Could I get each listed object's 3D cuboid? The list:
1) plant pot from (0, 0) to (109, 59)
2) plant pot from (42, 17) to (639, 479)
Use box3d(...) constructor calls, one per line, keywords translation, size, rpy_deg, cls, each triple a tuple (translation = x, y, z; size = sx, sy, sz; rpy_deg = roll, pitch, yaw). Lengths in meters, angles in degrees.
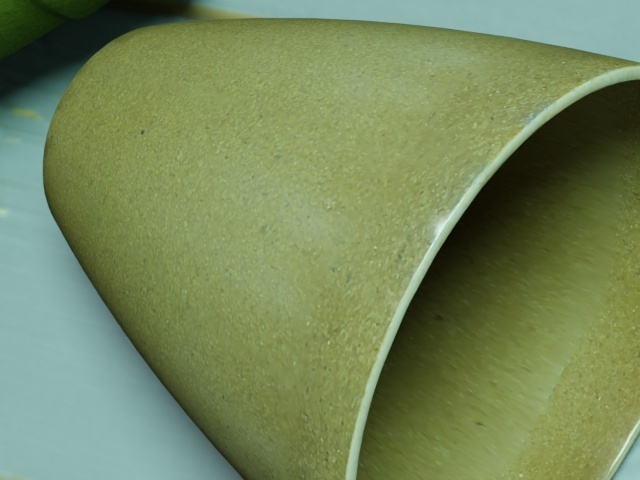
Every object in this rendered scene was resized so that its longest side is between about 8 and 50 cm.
box3d(translation=(-0.309, -0.186, 0.721), size=(0.353, 0.366, 0.366), rpy_deg=(-36, 63, 6), cls="plant pot")
box3d(translation=(0.000, 0.000, 0.637), size=(0.254, 0.237, 0.237), rpy_deg=(27, 72, 35), cls="plant pot")
